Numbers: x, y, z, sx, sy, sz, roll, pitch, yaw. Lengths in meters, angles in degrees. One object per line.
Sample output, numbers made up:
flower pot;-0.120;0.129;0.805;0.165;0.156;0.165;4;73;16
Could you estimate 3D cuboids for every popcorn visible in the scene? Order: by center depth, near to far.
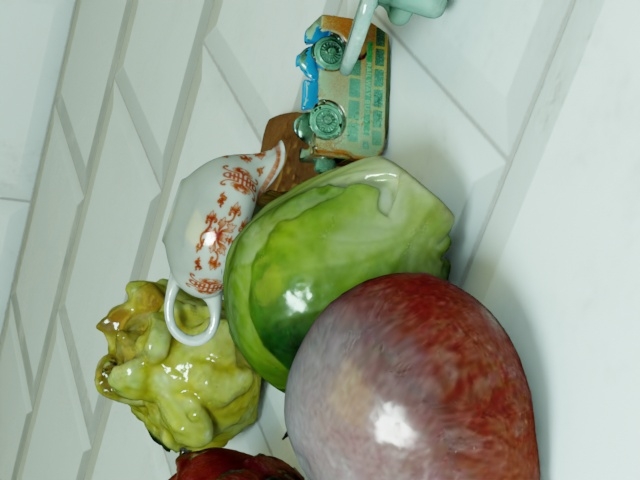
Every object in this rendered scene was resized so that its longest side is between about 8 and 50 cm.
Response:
popcorn;-0.186;0.166;1.783;0.215;0.252;0.286;-44;24;-14

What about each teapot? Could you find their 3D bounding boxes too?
teapot;-0.120;-0.004;1.465;0.159;0.116;0.245;-138;63;-70

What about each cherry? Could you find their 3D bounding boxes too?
cherry;0.079;0.158;1.176;0.239;0.206;0.239;-43;38;46

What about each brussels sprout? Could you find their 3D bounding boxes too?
brussels sprout;0.019;0.037;1.348;0.271;0.219;0.210;-52;24;16

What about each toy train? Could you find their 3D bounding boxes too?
toy train;0.024;-0.166;1.527;0.072;0.099;0.188;161;113;-67

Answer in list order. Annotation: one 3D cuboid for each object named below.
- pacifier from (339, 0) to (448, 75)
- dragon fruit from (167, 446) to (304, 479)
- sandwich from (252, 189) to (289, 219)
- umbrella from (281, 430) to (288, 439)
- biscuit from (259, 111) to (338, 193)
pacifier;0.031;-0.356;1.375;0.288;0.269;0.343;-75;6;-67
dragon fruit;-0.101;0.351;1.503;0.315;0.250;0.250;14;97;59
sandwich;0.000;0.000;1.563;0.113;0.163;0.079;-26;-48;-67
umbrella;-0.026;0.223;1.638;0.122;0.013;0.022;123;158;-47
biscuit;-0.040;-0.052;1.708;0.306;0.043;0.284;-106;33;-42
